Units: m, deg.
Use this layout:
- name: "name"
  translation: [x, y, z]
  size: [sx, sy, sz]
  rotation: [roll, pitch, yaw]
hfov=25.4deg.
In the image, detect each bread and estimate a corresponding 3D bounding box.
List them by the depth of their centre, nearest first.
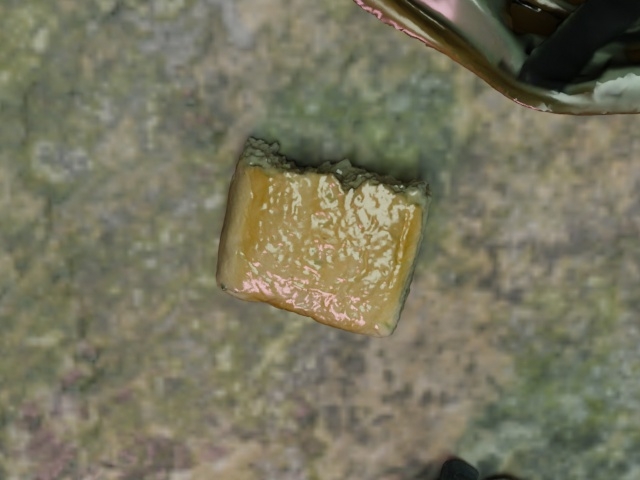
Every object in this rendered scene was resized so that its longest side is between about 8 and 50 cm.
- name: "bread"
  translation: [0.000, 0.000, 0.581]
  size: [0.083, 0.035, 0.070]
  rotation: [11, 109, 4]

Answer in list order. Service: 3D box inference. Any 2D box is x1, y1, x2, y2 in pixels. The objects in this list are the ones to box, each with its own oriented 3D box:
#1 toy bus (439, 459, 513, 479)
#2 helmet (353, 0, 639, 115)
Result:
- name: "toy bus"
  translation: [0.103, 0.178, 0.621]
  size: [0.174, 0.079, 0.077]
  rotation: [37, 115, -11]
- name: "helmet"
  translation: [0.108, -0.146, 0.477]
  size: [0.224, 0.130, 0.198]
  rotation: [6, 108, 14]
